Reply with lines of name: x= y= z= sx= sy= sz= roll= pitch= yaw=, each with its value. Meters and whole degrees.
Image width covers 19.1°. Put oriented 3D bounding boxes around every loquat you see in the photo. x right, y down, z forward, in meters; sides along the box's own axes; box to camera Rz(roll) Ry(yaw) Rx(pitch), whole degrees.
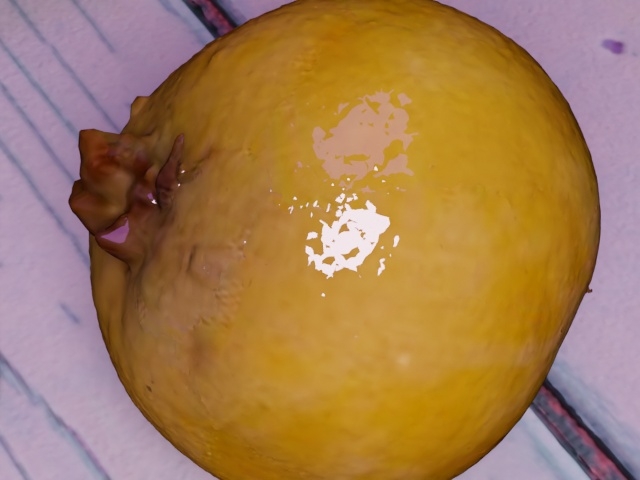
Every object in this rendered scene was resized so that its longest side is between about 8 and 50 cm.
loquat: x=0.000 y=0.000 z=0.998 sx=0.274 sy=0.275 sz=0.275 roll=2 pitch=50 yaw=-3
